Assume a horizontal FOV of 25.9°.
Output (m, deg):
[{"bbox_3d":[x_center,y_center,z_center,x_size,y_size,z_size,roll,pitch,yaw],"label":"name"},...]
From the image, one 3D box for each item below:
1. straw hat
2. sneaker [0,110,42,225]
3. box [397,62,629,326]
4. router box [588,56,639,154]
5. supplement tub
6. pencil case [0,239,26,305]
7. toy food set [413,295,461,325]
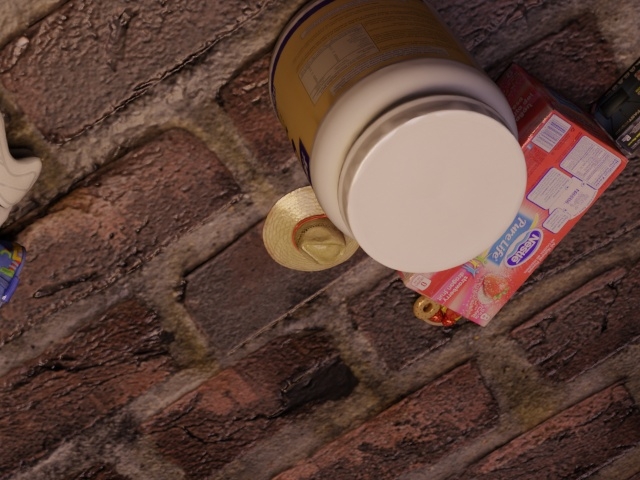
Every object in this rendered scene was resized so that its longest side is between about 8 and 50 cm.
[{"bbox_3d":[0.000,0.000,1.846,0.145,0.061,0.144,-8,124,-12],"label":"straw hat"},{"bbox_3d":[-0.442,-0.141,1.609,0.118,0.110,0.292,-43,127,-4],"label":"sneaker"},{"bbox_3d":[0.235,-0.057,1.828,0.154,0.142,0.300,27,111,-29],"label":"box"},{"bbox_3d":[0.422,-0.185,1.832,0.038,0.092,0.122,33,108,-31],"label":"router box"},{"bbox_3d":[0.086,-0.135,1.617,0.241,0.331,0.241,-8,124,-12],"label":"supplement tub"},{"bbox_3d":[-0.500,-0.002,1.655,0.306,0.133,0.119,30,82,-31],"label":"pencil case"},{"bbox_3d":[0.178,0.088,1.980,0.083,0.020,0.082,34,107,-31],"label":"toy food set"}]
